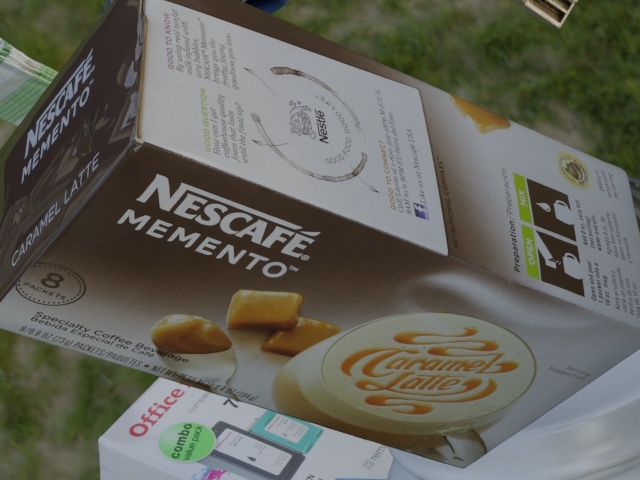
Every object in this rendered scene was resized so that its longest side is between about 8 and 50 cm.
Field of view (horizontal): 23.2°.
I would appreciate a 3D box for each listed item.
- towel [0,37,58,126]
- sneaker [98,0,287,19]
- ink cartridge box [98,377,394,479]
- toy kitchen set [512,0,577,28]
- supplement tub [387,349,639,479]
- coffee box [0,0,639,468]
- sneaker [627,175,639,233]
[{"bbox_3d":[-0.254,-0.129,1.426,0.113,0.152,0.023,-21,50,51],"label":"towel"},{"bbox_3d":[-0.055,-0.153,0.832,0.087,0.083,0.221,16,69,-3],"label":"sneaker"},{"bbox_3d":[-0.041,0.246,1.448,0.270,0.197,0.198,19,38,22],"label":"ink cartridge box"},{"bbox_3d":[0.208,-0.238,1.379,0.068,0.075,0.083,-58,11,-1],"label":"toy kitchen set"},{"bbox_3d":[0.169,0.200,0.927,0.228,0.316,0.228,-16,20,6],"label":"supplement tub"},{"bbox_3d":[0.000,0.000,0.663,0.141,0.246,0.098,-43,37,40],"label":"coffee box"},{"bbox_3d":[0.241,0.032,1.462,0.185,0.483,0.202,-47,36,28],"label":"sneaker"}]
